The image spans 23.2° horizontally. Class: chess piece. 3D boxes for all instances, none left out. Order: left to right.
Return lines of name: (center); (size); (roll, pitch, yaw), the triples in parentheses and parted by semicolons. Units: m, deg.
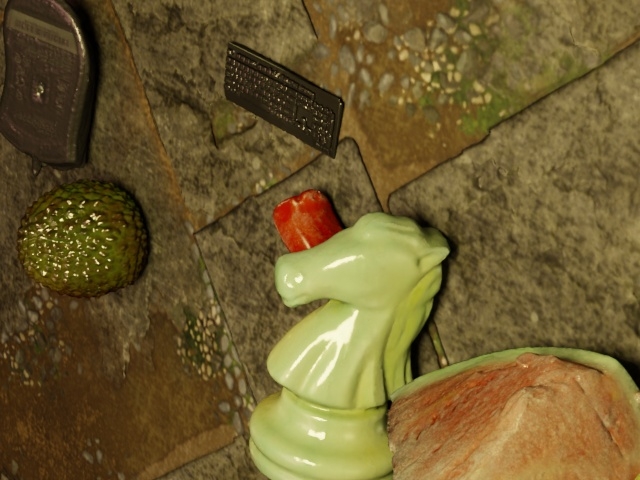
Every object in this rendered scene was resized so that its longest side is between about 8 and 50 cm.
chess piece: (0.026, 0.108, 1.628); (0.175, 0.175, 0.298); (31, 119, 40)

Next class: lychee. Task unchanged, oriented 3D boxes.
lychee: (-0.304, -0.003, 1.974); (0.171, 0.171, 0.171); (14, 109, 45)

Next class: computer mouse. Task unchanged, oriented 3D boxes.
computer mouse: (-0.344, -0.206, 2.027); (0.147, 0.088, 0.264); (28, 120, 22)

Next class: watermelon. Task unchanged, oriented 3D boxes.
watermelon: (0.188, 0.260, 1.445); (0.250, 0.293, 0.283); (47, 130, -13)

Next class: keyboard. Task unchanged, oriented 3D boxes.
keyboard: (-0.047, -0.159, 1.762); (0.196, 0.015, 0.074); (33, 122, 39)

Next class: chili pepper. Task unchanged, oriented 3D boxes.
chili pepper: (0.000, 0.000, 1.710); (0.123, 0.073, 0.070); (57, 167, 26)

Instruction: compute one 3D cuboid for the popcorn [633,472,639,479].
popcorn: (0.376, 0.158, 1.178); (0.312, 0.312, 0.312); (14, 109, 45)
